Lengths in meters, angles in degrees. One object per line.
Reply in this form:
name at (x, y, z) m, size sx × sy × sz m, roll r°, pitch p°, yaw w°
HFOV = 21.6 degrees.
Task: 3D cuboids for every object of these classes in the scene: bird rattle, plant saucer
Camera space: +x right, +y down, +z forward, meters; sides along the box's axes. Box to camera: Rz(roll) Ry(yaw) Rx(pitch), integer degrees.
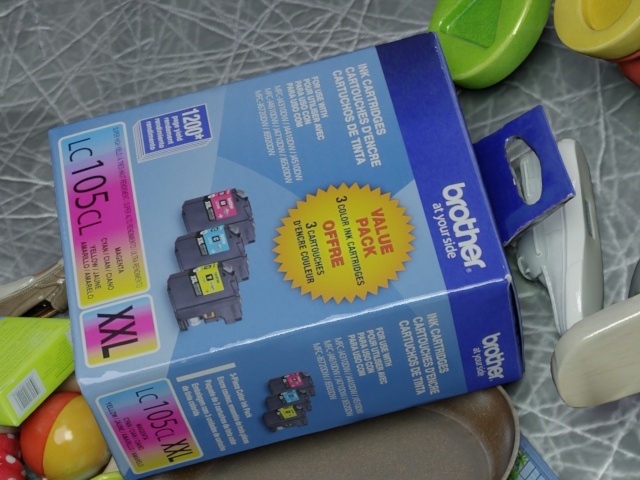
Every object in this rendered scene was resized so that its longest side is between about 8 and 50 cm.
bird rattle at (-0.232, 0.197, 1.430) m, size 0.253 × 0.143 × 0.207 m, roll 13°, pitch 63°, yaw 33°
plant saucer at (0.005, 0.187, 1.299) m, size 0.310 × 0.050 × 0.310 m, roll -12°, pitch 26°, yaw 6°

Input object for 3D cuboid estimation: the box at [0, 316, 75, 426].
box at (-0.296, 0.109, 1.445) m, size 0.178 × 0.042 × 0.109 m, roll -1°, pitch 33°, yaw 38°

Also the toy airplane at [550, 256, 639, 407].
toy airplane at (0.405, 0.020, 1.205) m, size 0.386 × 0.272 × 0.384 m, roll 24°, pitch 101°, yaw -4°

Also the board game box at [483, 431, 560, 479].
board game box at (0.167, 0.281, 1.286) m, size 0.194 × 0.060 × 0.194 m, roll 36°, pitch 75°, yaw 22°

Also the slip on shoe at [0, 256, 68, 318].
slip on shoe at (-0.231, 0.045, 1.494) m, size 0.135 × 0.051 × 0.041 m, roll -21°, pitch 62°, yaw 11°

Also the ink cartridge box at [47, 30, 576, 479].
ink cartridge box at (0.000, 0.000, 1.345) m, size 0.395 × 0.151 × 0.270 m, roll -14°, pitch 53°, yaw 0°

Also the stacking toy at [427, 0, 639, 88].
stacking toy at (0.238, -0.242, 1.427) m, size 0.279 × 0.130 × 0.309 m, roll -20°, pitch 51°, yaw 49°

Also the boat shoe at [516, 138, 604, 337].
boat shoe at (0.193, 0.003, 1.386) m, size 0.063 × 0.066 × 0.184 m, roll -12°, pitch 69°, yaw 23°
